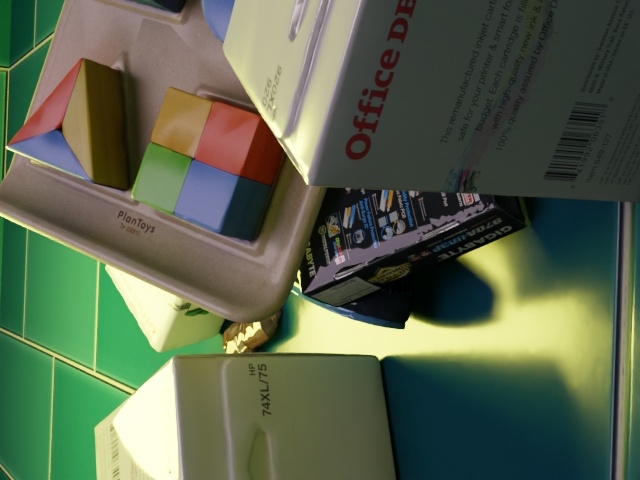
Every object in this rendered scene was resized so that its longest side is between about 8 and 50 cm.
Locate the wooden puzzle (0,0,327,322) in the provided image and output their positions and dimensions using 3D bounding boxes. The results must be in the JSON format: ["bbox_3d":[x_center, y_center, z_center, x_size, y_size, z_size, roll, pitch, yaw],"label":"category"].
[{"bbox_3d":[-0.117,-0.145,0.876,0.322,0.080,0.348,21,89,31],"label":"wooden puzzle"}]

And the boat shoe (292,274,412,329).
[{"bbox_3d":[0.000,0.000,0.960,0.258,0.109,0.089,33,102,53],"label":"boat shoe"}]

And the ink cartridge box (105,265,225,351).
[{"bbox_3d":[-0.162,0.001,1.272,0.160,0.092,0.219,55,139,26],"label":"ink cartridge box"}]

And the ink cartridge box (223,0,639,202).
[{"bbox_3d":[0.087,-0.139,0.643,0.168,0.233,0.171,57,137,50],"label":"ink cartridge box"}]

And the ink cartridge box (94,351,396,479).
[{"bbox_3d":[-0.077,0.233,0.996,0.270,0.197,0.198,139,129,-57],"label":"ink cartridge box"}]

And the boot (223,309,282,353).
[{"bbox_3d":[-0.073,0.121,1.189,0.114,0.037,0.106,-43,53,50],"label":"boot"}]

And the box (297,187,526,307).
[{"bbox_3d":[0.048,-0.080,0.843,0.175,0.051,0.220,-26,61,29],"label":"box"}]
